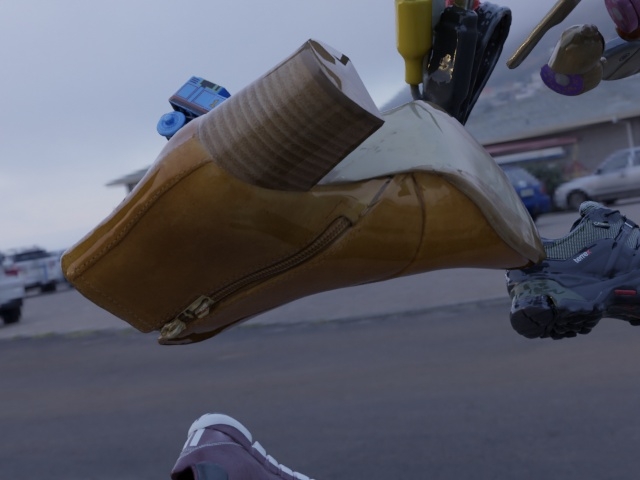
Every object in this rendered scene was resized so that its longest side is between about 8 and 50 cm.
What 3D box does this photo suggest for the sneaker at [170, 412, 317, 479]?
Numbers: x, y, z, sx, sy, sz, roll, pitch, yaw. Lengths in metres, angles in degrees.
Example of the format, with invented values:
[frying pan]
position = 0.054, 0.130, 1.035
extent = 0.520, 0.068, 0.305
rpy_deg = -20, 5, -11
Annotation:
[sneaker]
position = -0.086, 0.367, 1.279
extent = 0.106, 0.281, 0.162
rpy_deg = -54, 0, 31

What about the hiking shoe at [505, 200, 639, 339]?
[hiking shoe]
position = 0.261, 0.012, 0.809
extent = 0.227, 0.114, 0.086
rpy_deg = -4, -25, -10

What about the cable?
[cable]
position = 0.102, -0.118, 0.889
extent = 0.072, 0.287, 0.139
rpy_deg = 25, 24, 34

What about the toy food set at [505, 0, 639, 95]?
[toy food set]
position = 0.141, -0.093, 0.429
extent = 0.122, 0.019, 0.078
rpy_deg = -12, -27, -39

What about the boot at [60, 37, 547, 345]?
[boot]
position = 0.000, 0.001, 0.624
extent = 0.211, 0.104, 0.295
rpy_deg = -38, -37, 23

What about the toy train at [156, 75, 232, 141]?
[toy train]
position = -0.133, -0.143, 1.258
extent = 0.184, 0.080, 0.105
rpy_deg = 27, 69, 37
